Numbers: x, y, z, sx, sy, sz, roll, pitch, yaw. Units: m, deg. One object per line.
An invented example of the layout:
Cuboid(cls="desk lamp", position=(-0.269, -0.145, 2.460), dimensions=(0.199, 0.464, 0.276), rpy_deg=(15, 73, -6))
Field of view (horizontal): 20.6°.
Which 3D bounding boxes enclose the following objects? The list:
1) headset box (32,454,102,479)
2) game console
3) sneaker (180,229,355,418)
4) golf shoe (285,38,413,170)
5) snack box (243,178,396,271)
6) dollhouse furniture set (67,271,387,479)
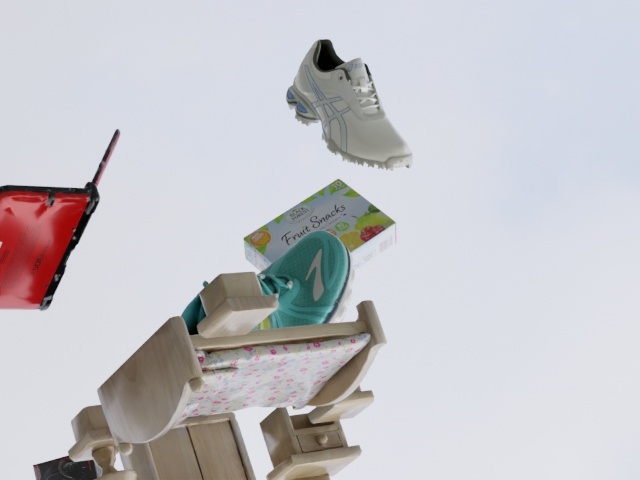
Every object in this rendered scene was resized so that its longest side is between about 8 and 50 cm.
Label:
Cuboid(cls="headset box", position=(-0.240, 0.240, 1.714), dimensions=(0.083, 0.062, 0.032), rpy_deg=(-17, 171, 27))
Cuboid(cls="game console", position=(-0.228, -0.018, 1.406), dimensions=(0.144, 0.124, 0.085), rpy_deg=(-59, -139, 41))
Cuboid(cls="sneaker", position=(-0.070, 0.078, 1.745), dimensions=(0.107, 0.110, 0.275), rpy_deg=(25, -124, 39))
Cuboid(cls="golf shoe", position=(0.031, -0.134, 1.732), dimensions=(0.069, 0.086, 0.176), rpy_deg=(-12, -141, -39))
Cuboid(cls="snack box", position=(0.000, 0.000, 1.947), dimensions=(0.141, 0.037, 0.100), rpy_deg=(-33, -129, -26))
Cuboid(cls="dollhouse furniture set", position=(-0.015, 0.171, 1.454), dimensions=(0.355, 0.303, 0.174), rpy_deg=(-43, -121, 47))
